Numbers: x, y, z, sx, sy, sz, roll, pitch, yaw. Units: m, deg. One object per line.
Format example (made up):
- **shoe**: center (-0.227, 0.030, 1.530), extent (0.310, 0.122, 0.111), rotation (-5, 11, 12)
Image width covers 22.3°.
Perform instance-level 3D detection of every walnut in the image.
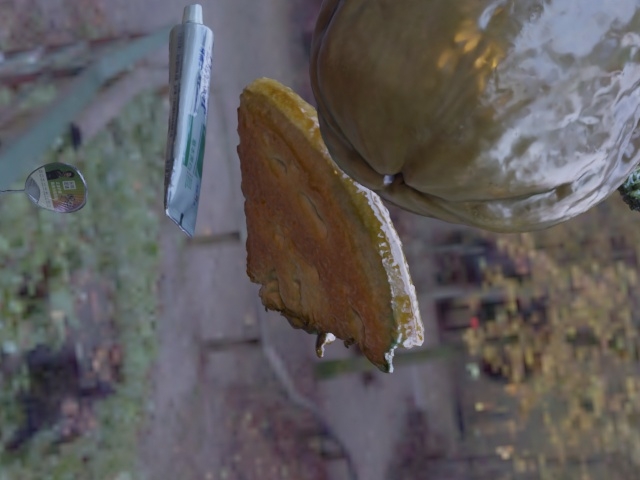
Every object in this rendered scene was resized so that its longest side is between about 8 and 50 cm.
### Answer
- **walnut**: center (0.127, -0.132, 1.159), extent (0.227, 0.282, 0.283), rotation (131, -44, -66)

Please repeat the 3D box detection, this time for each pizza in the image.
- **pizza**: center (0.000, 0.000, 1.496), extent (0.290, 0.081, 0.229), rotation (58, -35, 14)

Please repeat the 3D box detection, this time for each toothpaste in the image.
- **toothpaste**: center (-0.118, -0.112, 1.437), extent (0.064, 0.041, 0.218), rotation (51, 36, -62)

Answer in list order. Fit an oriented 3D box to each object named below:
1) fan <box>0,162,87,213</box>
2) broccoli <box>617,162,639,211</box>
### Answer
- **fan**: center (-0.237, -0.049, 1.399), extent (0.003, 0.080, 0.060), rotation (-95, -151, -43)
- **broccoli**: center (0.490, -0.159, 1.990), extent (0.252, 0.221, 0.362), rotation (-4, -91, 54)
